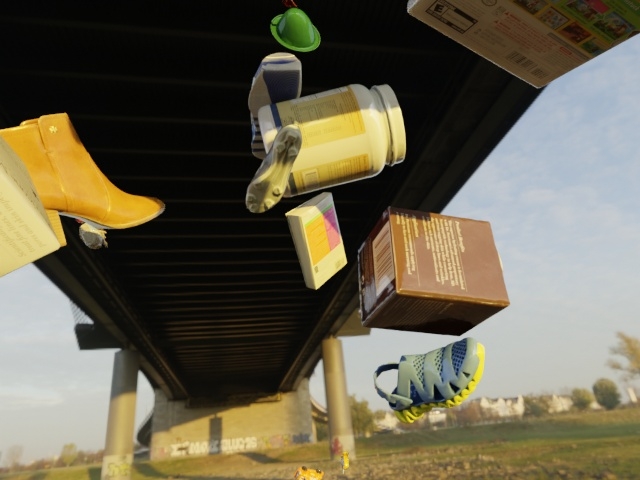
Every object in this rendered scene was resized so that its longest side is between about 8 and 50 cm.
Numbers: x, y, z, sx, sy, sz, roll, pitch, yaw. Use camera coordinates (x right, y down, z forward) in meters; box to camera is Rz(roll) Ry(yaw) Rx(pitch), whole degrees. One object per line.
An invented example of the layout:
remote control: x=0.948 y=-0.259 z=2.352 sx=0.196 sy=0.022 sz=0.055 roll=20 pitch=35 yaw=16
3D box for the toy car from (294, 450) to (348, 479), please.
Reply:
toy car: x=0.000 y=0.462 z=0.881 sx=0.060 sy=0.040 sz=0.122 roll=35 pitch=-67 yaw=-20

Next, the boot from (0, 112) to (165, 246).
boot: x=-0.412 y=-0.116 z=0.777 sx=0.104 sy=0.211 sz=0.295 roll=0 pitch=17 yaw=29

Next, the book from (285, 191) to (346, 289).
book: x=0.000 y=0.000 z=0.772 sx=0.035 sy=0.144 sz=0.096 roll=10 pitch=33 yaw=40

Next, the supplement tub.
supplement tub: x=0.026 y=-0.246 z=1.073 sx=0.317 sy=0.228 sz=0.228 roll=-14 pitch=-25 yaw=-2

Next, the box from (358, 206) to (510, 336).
box: x=0.190 y=0.063 z=0.797 sx=0.204 sy=0.168 sz=0.167 roll=8 pitch=-33 yaw=-12

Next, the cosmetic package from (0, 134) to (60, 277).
cosmetic package: x=-0.374 y=-0.054 z=0.408 sx=0.152 sy=0.184 sz=0.151 roll=-32 pitch=-36 yaw=-19

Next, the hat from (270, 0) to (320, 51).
hat: x=-0.069 y=-0.764 z=1.474 sx=0.209 sy=0.172 sz=0.183 roll=-15 pitch=-18 yaw=-27

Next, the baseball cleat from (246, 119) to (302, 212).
baseball cleat: x=-0.090 y=-0.152 z=0.921 sx=0.072 sy=0.109 sz=0.205 roll=29 pitch=-62 yaw=-14

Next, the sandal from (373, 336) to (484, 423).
sandal: x=0.229 y=0.303 z=0.982 sx=0.138 sy=0.126 sz=0.317 roll=37 pitch=-52 yaw=-5

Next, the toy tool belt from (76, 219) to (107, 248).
toy tool belt: x=-0.515 y=-0.021 z=0.997 sx=0.052 sy=0.083 sz=0.051 roll=-32 pitch=-7 yaw=6

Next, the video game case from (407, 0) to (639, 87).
video game case: x=0.246 y=-0.265 z=0.474 sx=0.227 sy=0.026 sz=0.206 roll=18 pitch=-17 yaw=-22

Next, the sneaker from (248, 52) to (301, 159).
sneaker: x=-0.141 y=-0.384 z=1.184 sx=0.128 sy=0.182 sz=0.315 roll=-2 pitch=-30 yaw=-15
